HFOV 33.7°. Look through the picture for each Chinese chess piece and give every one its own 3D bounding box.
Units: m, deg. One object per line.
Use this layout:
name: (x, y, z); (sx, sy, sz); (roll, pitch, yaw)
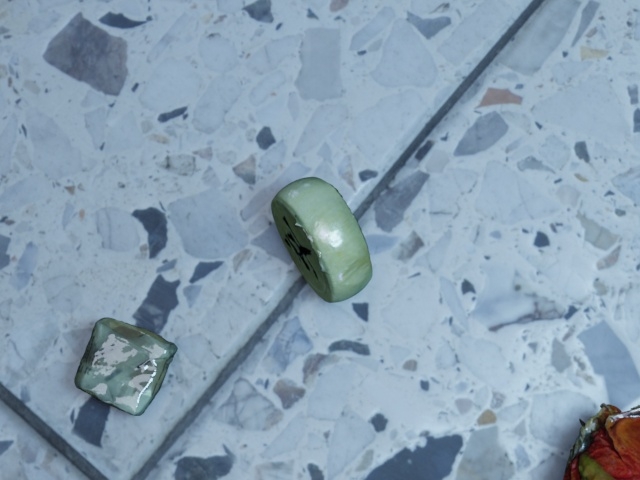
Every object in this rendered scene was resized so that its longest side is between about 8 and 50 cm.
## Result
Chinese chess piece: (0.000, 0.000, 1.535); (0.083, 0.188, 0.188); (-30, 78, -15)

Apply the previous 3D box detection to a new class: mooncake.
mooncake: (-0.293, 0.186, 1.578); (0.130, 0.073, 0.125); (24, 78, 7)

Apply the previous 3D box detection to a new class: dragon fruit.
dragon fruit: (0.461, 0.376, 1.385); (0.342, 0.277, 0.277); (31, 82, 19)
